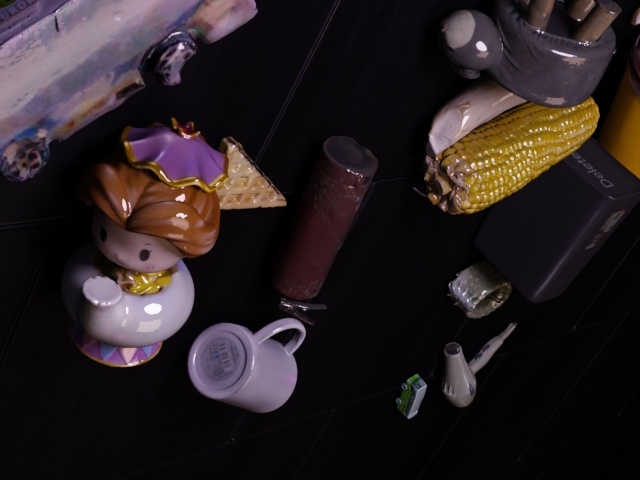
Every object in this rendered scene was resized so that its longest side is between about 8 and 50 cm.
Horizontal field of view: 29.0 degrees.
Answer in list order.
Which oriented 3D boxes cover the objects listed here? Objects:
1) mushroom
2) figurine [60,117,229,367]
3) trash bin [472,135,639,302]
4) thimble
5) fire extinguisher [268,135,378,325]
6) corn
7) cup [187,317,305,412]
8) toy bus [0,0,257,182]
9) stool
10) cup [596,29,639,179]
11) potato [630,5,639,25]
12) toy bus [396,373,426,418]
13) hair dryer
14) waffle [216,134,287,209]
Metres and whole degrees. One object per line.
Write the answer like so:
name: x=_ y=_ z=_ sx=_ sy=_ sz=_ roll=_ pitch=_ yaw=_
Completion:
mushroom: x=0.216 y=-0.177 z=1.580 sx=0.209 sy=0.071 sz=0.084 roll=-32 pitch=-177 yaw=-15
figurine: x=-0.175 y=-0.001 z=1.220 sx=0.189 sy=0.142 sz=0.263 roll=-61 pitch=174 yaw=-53
trash bin: x=0.348 y=-0.040 z=1.847 sx=0.115 sy=0.165 sz=0.225 roll=-14 pitch=143 yaw=-46
thimble: x=0.255 y=0.081 z=1.995 sx=0.110 sy=0.062 sz=0.084 roll=-15 pitch=142 yaw=-44
fire extinguisher: x=0.000 y=0.000 z=1.512 sx=0.089 sy=0.072 sz=0.267 roll=12 pitch=127 yaw=-16
corn: x=0.262 y=-0.123 z=1.676 sx=0.305 sy=0.106 sz=0.106 roll=-28 pitch=149 yaw=-34
cup: x=-0.092 y=0.149 z=1.595 sx=0.136 sy=0.099 sz=0.133 roll=-65 pitch=151 yaw=-3
toy bus: x=-0.208 y=-0.159 z=0.985 sx=0.317 sy=0.112 sz=0.138 roll=-38 pitch=148 yaw=-14
stool: x=0.256 y=-0.242 z=1.440 sx=0.228 sy=0.153 sz=0.139 roll=-20 pitch=145 yaw=-38
cup: x=0.518 y=-0.194 z=1.848 sx=0.196 sy=0.196 sz=0.279 roll=-29 pitch=157 yaw=-27
potato: x=0.475 y=-0.332 z=1.750 sx=0.093 sy=0.037 sz=0.036 roll=-15 pitch=115 yaw=-13
toy bus: x=0.159 y=0.272 z=2.161 sx=0.031 sy=0.037 sz=0.083 roll=-25 pitch=147 yaw=-34
hair dryer: x=0.282 y=0.197 z=2.221 sx=0.199 sy=0.067 sz=0.167 roll=-51 pitch=148 yaw=-10
waffle: x=-0.071 y=-0.074 z=1.378 sx=0.153 sy=0.023 sz=0.097 roll=-4 pitch=134 yaw=-49
